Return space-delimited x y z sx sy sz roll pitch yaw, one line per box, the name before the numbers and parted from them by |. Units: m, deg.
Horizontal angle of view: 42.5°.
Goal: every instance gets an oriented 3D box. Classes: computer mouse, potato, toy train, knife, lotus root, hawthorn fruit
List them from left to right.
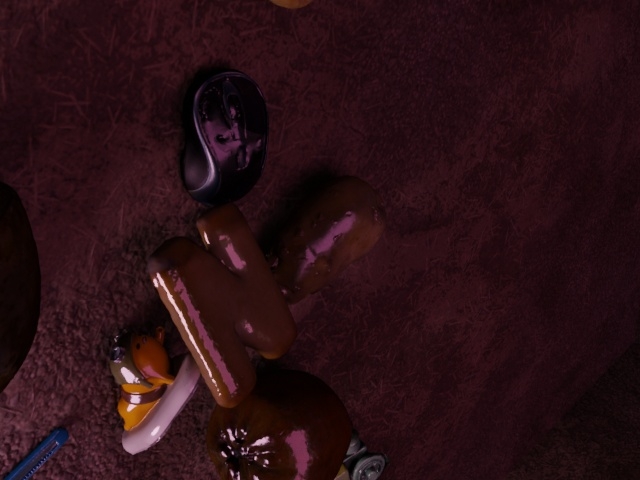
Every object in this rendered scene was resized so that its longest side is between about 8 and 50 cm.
lotus root | -0.437 0.095 1.084 0.210 0.142 0.314 -29 134 -50
knife | -0.522 0.413 1.320 0.296 0.026 0.044 -45 129 -16
computer mouse | -0.148 -0.151 1.298 0.137 0.096 0.233 -28 134 -33
hawthorn fruit | -0.065 0.381 1.617 0.300 0.267 0.268 -10 122 -55
potato | 0.000 0.000 1.531 0.296 0.141 0.192 -47 154 -13
toy train | 0.034 0.617 1.976 0.253 0.160 0.397 -30 134 -23

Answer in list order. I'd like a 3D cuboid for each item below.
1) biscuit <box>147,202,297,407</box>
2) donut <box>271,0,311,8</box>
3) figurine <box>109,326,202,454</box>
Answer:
biscuit | -0.150 0.100 1.357 0.237 0.062 0.291 -42 114 -51
donut | -0.030 -0.422 1.230 0.162 0.065 0.178 -46 161 -9
figurine | -0.313 0.246 1.377 0.141 0.167 0.250 31 116 -19
